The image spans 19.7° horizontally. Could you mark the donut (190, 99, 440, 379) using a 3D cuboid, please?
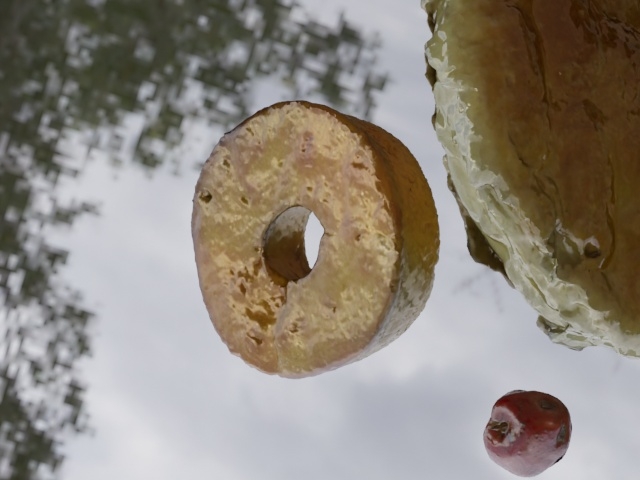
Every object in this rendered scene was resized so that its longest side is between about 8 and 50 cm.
[{"bbox_3d":[0.000,0.000,1.903,0.110,0.303,0.303,-4,-153,-45],"label":"donut"}]

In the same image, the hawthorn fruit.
[{"bbox_3d":[0.196,0.182,1.782,0.093,0.093,0.093,19,-166,-5],"label":"hawthorn fruit"}]

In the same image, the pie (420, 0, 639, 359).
[{"bbox_3d":[0.188,-0.079,1.169,0.339,0.340,0.083,8,160,-40],"label":"pie"}]
